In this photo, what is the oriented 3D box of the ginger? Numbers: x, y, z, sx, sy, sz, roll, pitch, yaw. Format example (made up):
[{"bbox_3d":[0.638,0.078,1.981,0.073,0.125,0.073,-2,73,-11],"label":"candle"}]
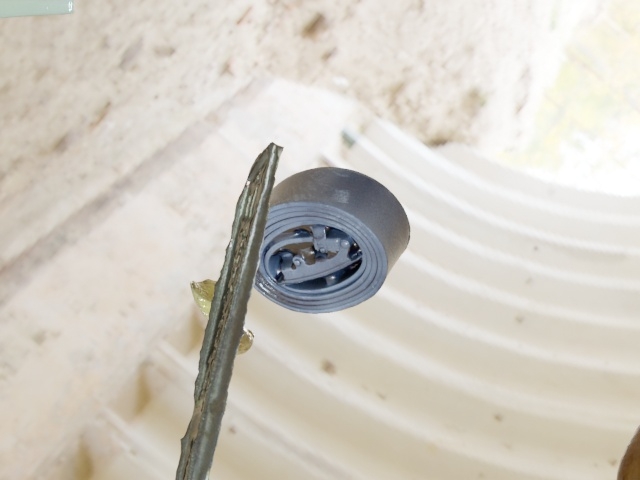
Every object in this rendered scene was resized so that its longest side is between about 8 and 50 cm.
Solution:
[{"bbox_3d":[-0.110,0.091,1.463,0.044,0.137,0.057,-27,-136,-4],"label":"ginger"}]

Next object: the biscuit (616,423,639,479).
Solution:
[{"bbox_3d":[0.221,0.193,0.744,0.036,0.212,0.212,-6,-147,40],"label":"biscuit"}]

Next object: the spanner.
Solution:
[{"bbox_3d":[-0.062,0.088,0.729,0.093,0.026,0.325,-33,-138,59],"label":"spanner"}]

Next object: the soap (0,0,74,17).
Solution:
[{"bbox_3d":[-0.388,-0.313,1.458,0.198,0.114,0.063,-6,154,-16],"label":"soap"}]

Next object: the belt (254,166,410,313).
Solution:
[{"bbox_3d":[0.000,0.000,1.329,0.190,0.141,0.082,-19,-156,40],"label":"belt"}]
